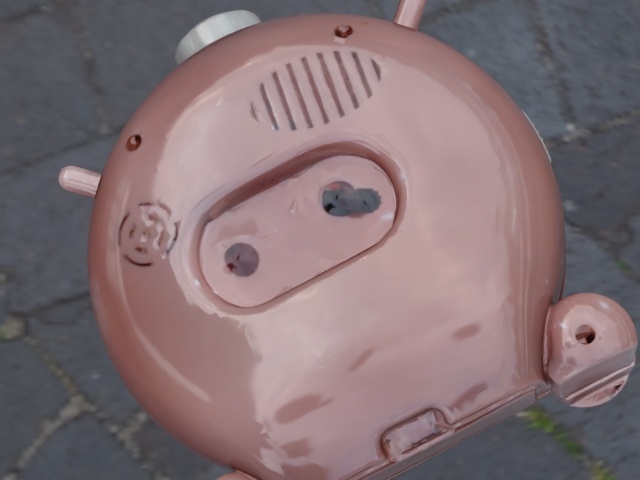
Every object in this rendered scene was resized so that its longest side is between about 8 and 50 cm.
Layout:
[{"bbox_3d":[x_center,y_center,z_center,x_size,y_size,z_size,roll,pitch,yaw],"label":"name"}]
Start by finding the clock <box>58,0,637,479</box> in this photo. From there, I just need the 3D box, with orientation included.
[{"bbox_3d":[0.000,0.000,0.879,0.227,0.142,0.241,-27,75,2],"label":"clock"}]
